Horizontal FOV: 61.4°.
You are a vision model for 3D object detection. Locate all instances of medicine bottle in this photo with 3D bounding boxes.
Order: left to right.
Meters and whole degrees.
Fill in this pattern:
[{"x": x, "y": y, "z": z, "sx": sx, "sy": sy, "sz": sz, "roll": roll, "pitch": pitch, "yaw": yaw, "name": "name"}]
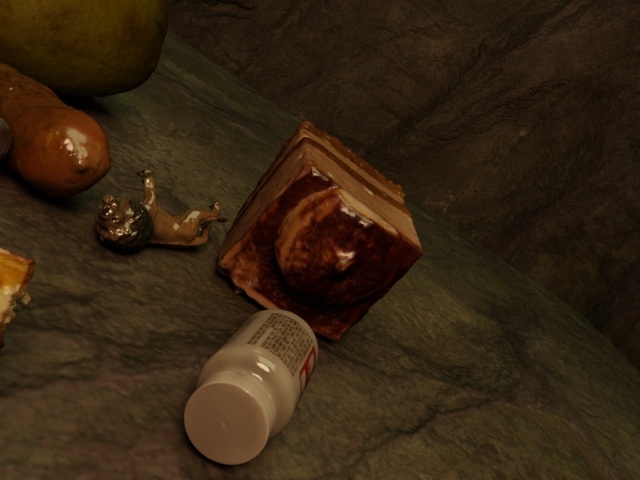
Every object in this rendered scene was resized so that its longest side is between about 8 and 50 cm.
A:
[{"x": -0.052, "y": 0.112, "z": 0.434, "sx": 0.079, "sy": 0.079, "sz": 0.140, "roll": 36, "pitch": 15, "yaw": 2, "name": "medicine bottle"}]

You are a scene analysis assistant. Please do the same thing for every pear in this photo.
[{"x": -0.404, "y": -0.393, "z": 0.759, "sx": 0.413, "sy": 0.352, "sz": 0.352, "roll": 32, "pitch": 12, "yaw": -48, "name": "pear"}]

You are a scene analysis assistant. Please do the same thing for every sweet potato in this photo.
[{"x": -0.321, "y": -0.129, "z": 0.583, "sx": 0.291, "sy": 0.098, "sz": 0.097, "roll": 33, "pitch": 13, "yaw": 27, "name": "sweet potato"}]

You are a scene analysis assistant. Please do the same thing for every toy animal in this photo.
[{"x": -0.179, "y": -0.029, "z": 0.621, "sx": 0.219, "sy": 0.069, "sz": 0.086, "roll": -7, "pitch": 65, "yaw": -61, "name": "toy animal"}]

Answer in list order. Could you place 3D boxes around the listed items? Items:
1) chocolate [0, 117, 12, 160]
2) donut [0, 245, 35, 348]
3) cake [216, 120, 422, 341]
[{"x": -0.361, "y": -0.113, "z": 0.468, "sx": 0.166, "sy": 0.072, "sz": 0.072, "roll": 26, "pitch": 18, "yaw": -26, "name": "chocolate"}, {"x": -0.215, "y": 0.063, "z": 0.229, "sx": 0.141, "sy": 0.085, "sz": 0.217, "roll": 29, "pitch": 16, "yaw": -20, "name": "donut"}, {"x": 0.000, "y": 0.000, "z": 0.684, "sx": 0.196, "sy": 0.199, "sz": 0.293, "roll": 36, "pitch": 19, "yaw": -17, "name": "cake"}]
